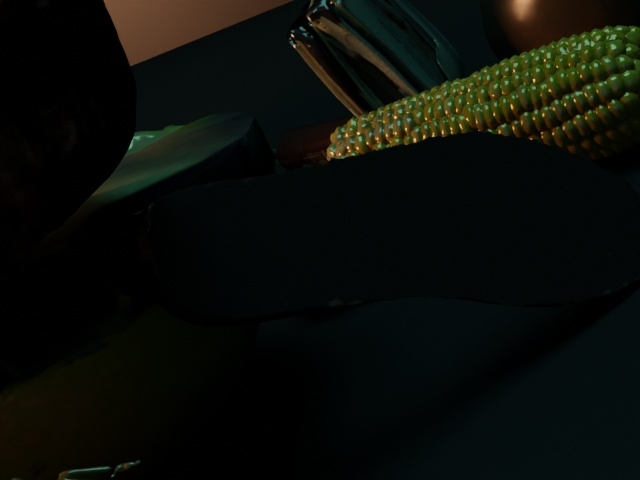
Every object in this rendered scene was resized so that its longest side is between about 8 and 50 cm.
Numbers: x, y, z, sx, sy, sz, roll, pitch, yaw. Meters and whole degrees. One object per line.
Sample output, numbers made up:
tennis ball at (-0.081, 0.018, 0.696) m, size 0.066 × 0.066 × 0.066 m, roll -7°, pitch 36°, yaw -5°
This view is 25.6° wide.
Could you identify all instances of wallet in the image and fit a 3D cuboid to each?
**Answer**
wallet at (0.057, -0.158, 1.235) m, size 0.075 × 0.176 × 0.250 m, roll -42°, pitch 10°, yaw 17°

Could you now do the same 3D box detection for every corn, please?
corn at (0.128, -0.081, 1.016) m, size 0.244 × 0.093 × 0.093 m, roll -17°, pitch 16°, yaw 24°

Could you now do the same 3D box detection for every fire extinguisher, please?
fire extinguisher at (0.007, -0.091, 1.318) m, size 0.158 × 0.043 × 0.064 m, roll -8°, pitch -8°, yaw 44°

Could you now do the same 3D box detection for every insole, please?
insole at (0.052, -0.003, 0.723) m, size 0.309 × 0.110 × 0.012 m, roll -9°, pitch -23°, yaw -30°

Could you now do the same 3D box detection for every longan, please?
longan at (0.223, -0.200, 1.183) m, size 0.185 × 0.159 × 0.204 m, roll -11°, pitch -27°, yaw -17°

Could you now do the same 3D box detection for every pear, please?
pear at (-0.190, 0.074, 0.810) m, size 0.399 × 0.165 × 0.399 m, roll -19°, pitch 16°, yaw 6°

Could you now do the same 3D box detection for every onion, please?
onion at (-0.207, -0.064, 0.624) m, size 0.206 × 0.216 × 0.207 m, roll -40°, pitch 37°, yaw -19°

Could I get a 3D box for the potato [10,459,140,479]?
potato at (-0.162, 0.181, 0.459) m, size 0.300 × 0.140 × 0.173 m, roll -30°, pitch 10°, yaw -20°
